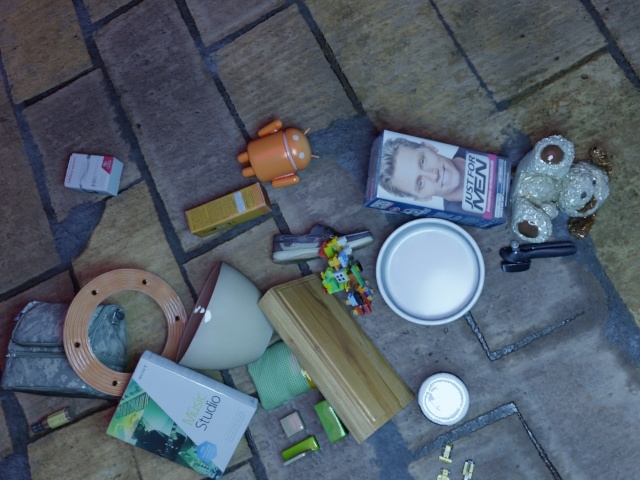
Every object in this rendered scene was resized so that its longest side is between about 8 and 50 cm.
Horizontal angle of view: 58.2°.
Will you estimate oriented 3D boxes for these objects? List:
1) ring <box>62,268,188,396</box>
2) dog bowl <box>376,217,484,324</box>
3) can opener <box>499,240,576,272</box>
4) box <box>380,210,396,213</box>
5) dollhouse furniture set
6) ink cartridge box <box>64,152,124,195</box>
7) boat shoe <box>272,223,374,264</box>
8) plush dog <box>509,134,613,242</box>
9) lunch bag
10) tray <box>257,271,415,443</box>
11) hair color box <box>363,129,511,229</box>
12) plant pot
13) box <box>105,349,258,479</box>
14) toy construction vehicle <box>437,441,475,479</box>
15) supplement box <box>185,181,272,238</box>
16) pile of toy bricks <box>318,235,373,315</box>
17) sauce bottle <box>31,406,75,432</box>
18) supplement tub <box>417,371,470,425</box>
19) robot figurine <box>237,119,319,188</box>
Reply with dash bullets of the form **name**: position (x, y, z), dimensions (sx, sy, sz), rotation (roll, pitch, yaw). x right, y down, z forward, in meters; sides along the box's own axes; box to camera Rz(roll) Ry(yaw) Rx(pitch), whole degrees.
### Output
- **ring**: position (-0.514, 0.243, 1.539), dimensions (0.032, 0.336, 0.337), rotation (-17, 71, 49)
- **dog bowl**: position (0.278, 0.080, 1.456), dimensions (0.264, 0.104, 0.265), rotation (-1, 84, 14)
- **can opener**: position (0.545, 0.029, 1.451), dimensions (0.186, 0.073, 0.059), rotation (-12, 37, 7)
- **box**: position (0.202, -0.131, 1.531), dimensions (0.087, 0.102, 0.101), rotation (4, 79, 16)
- **dollhouse furniture set**: position (-0.074, 0.390, 1.460), dimensions (0.197, 0.151, 0.302), rotation (-29, 73, 6)
- **ink cartridge box**: position (-0.697, -0.203, 1.773), dimensions (0.150, 0.063, 0.109), rotation (7, 80, 15)
- **boat shoe**: position (0.000, 0.000, 1.552), dimensions (0.285, 0.103, 0.093), rotation (-12, 81, 16)
- **plush dog**: position (0.596, -0.129, 1.424), dimensions (0.225, 0.211, 0.263), rotation (10, 109, 1)
- **lunch bag**: position (-0.702, 0.298, 1.602), dimensions (0.304, 0.212, 0.256), rotation (-2, 68, 14)
- **tray**: position (0.042, 0.273, 1.427), dimensions (0.411, 0.202, 0.076), rotation (51, 122, 17)
- **hair color box**: position (0.294, -0.146, 1.438), dimensions (0.347, 0.105, 0.174), rotation (9, 79, -12)
- **plant pot**: position (-0.229, 0.219, 1.494), dimensions (0.190, 0.284, 0.284), rotation (25, 84, -14)
- **box**: position (-0.353, 0.450, 1.475), dimensions (0.321, 0.058, 0.232), rotation (26, 99, -6)
- **toy construction vehicle**: position (0.326, 0.553, 1.395), dimensions (0.085, 0.035, 0.098), rotation (17, 83, 16)
- **supplement box**: position (-0.262, -0.083, 1.641), dimensions (0.233, 0.078, 0.080), rotation (-22, 74, 7)
- **pile of toy bricks**: position (0.050, 0.105, 1.471), dimensions (0.105, 0.118, 0.212), rotation (-18, 118, 22)
- **sauce bottle**: position (-0.768, 0.517, 1.651), dimensions (0.128, 0.042, 0.042), rotation (-22, 74, 9)
- **supplement tub**: position (0.292, 0.369, 1.360), dimensions (0.116, 0.190, 0.117), rotation (-2, 79, 12)
- **robot figurine**: position (-0.120, -0.242, 1.614), dimensions (0.219, 0.128, 0.158), rotation (-17, 51, 9)
